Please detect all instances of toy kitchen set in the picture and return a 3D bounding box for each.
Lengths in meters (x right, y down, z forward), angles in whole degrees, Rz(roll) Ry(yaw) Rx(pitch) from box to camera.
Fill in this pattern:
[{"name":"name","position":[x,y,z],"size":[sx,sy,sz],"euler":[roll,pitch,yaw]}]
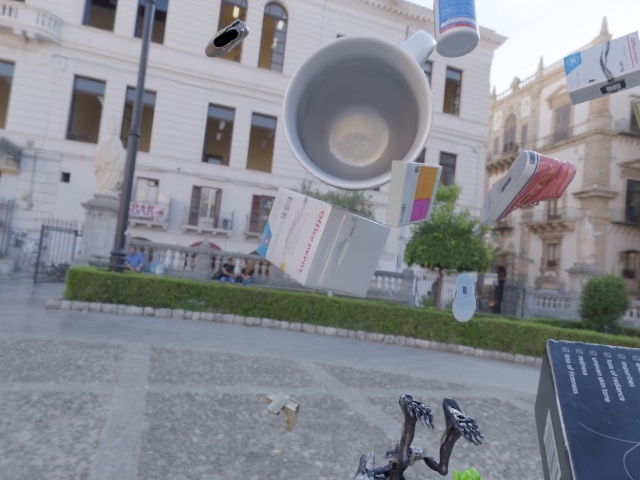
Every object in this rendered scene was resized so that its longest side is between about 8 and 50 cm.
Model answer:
[{"name":"toy kitchen set","position":[-0.106,0.439,1.067],"size":[0.083,0.075,0.068],"euler":[18,22,20]}]

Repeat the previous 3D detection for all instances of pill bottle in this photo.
[{"name":"pill bottle","position":[0.394,-0.665,1.238],"size":[0.125,0.221,0.124],"euler":[1,-12,0]}]

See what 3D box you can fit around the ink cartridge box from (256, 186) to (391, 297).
[{"name":"ink cartridge box","position":[0.000,0.000,1.099],"size":[0.197,0.198,0.270],"euler":[17,6,-35]}]

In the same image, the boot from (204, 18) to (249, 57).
[{"name":"boot","position":[-0.187,-0.381,0.808],"size":[0.119,0.042,0.087],"euler":[-26,26,23]}]

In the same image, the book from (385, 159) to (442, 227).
[{"name":"book","position":[0.146,-0.073,0.663],"size":[0.035,0.096,0.144],"euler":[13,12,30]}]

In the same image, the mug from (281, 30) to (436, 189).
[{"name":"mug","position":[0.111,-0.281,0.914],"size":[0.276,0.374,0.328],"euler":[39,8,1]}]

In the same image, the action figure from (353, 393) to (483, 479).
[{"name":"action figure","position":[0.122,0.367,0.633],"size":[0.164,0.275,0.141],"euler":[19,18,-1]}]

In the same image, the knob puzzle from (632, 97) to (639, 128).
[{"name":"knob puzzle","position":[0.724,-0.209,0.803],"size":[0.213,0.030,0.213],"euler":[34,-22,16]}]

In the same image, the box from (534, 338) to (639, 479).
[{"name":"box","position":[0.740,0.492,0.873],"size":[0.473,0.297,0.479],"euler":[1,32,19]}]

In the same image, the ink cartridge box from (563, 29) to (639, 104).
[{"name":"ink cartridge box","position":[0.648,-0.386,0.935],"size":[0.180,0.104,0.060],"euler":[-11,-25,38]}]

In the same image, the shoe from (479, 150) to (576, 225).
[{"name":"shoe","position":[0.336,-0.074,0.701],"size":[0.081,0.063,0.178],"euler":[13,-31,0]}]

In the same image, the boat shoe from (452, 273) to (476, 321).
[{"name":"boat shoe","position":[0.439,0.192,1.282],"size":[0.065,0.083,0.183],"euler":[0,39,23]}]

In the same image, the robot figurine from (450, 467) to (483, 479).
[{"name":"robot figurine","position":[0.430,0.738,1.271],"size":[0.101,0.115,0.067],"euler":[56,-7,-26]}]
